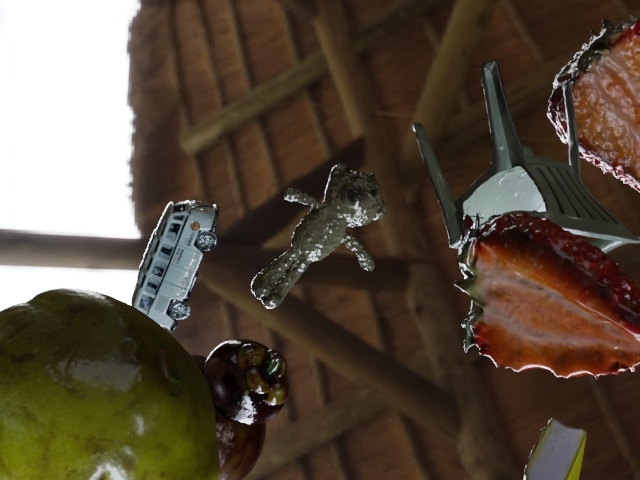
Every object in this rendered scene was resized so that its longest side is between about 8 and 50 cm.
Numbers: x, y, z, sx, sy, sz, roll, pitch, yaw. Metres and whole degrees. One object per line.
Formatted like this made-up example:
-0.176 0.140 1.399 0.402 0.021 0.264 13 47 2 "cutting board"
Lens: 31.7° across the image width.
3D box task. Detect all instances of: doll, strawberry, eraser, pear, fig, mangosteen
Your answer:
-0.011 -0.014 2.022 0.091 0.285 0.203 126 -58 -82 "doll"
0.238 0.042 1.090 0.228 0.098 0.174 2 -66 46 "strawberry"
0.365 0.410 1.814 0.158 0.069 0.226 -53 151 -35 "eraser"
-0.255 0.194 1.261 0.321 0.269 0.269 45 -39 20 "pear"
-0.203 0.285 1.746 0.235 0.235 0.214 -126 -140 -63 "fig"
0.492 -0.208 1.788 0.253 0.280 0.150 -63 -167 -11 "strawberry"
-0.098 0.196 1.607 0.140 0.140 0.140 -177 -90 -72 "mangosteen"

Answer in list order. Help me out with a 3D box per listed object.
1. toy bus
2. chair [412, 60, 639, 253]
-0.212 0.029 1.644 0.087 0.089 0.194 -115 -133 -71 "toy bus"
0.257 -0.070 1.377 0.190 0.203 0.275 -50 -138 46 "chair"
